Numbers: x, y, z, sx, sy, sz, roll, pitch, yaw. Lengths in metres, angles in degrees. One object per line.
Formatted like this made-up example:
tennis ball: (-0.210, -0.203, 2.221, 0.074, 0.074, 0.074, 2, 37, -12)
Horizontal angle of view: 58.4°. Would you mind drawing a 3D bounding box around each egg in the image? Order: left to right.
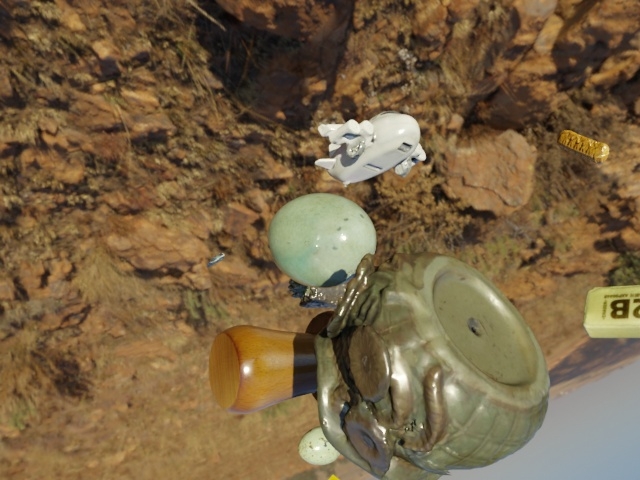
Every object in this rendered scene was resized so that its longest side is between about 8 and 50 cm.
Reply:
egg: (-0.001, 0.471, 1.311, 0.110, 0.085, 0.085, -8, 151, -32)
egg: (0.000, 0.000, 1.015, 0.169, 0.169, 0.236, -13, -173, -29)

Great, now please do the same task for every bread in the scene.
bread: (0.669, -0.241, 1.463, 0.044, 0.157, 0.052, -9, 120, -21)

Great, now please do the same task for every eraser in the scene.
eraser: (0.697, 0.161, 1.302, 0.172, 0.117, 0.058, -8, 136, 42)

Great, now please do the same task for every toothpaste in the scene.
toothpaste: (-0.276, 0.051, 1.511, 0.027, 0.019, 0.083, -43, 180, 26)

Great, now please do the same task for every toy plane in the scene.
toy plane: (0.101, -0.192, 1.194, 0.252, 0.118, 0.252, -2, 162, -1)

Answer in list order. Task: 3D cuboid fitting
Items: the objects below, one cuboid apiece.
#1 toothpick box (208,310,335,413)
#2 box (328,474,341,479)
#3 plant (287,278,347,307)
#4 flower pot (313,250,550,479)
toothpick box: (-0.046, 0.228, 1.061, 0.295, 0.192, 0.192, 3, 144, -33)
box: (0.075, 0.644, 1.405, 0.023, 0.087, 0.155, -40, 129, -26)
plant: (-0.017, 0.155, 1.866, 0.195, 0.129, 0.132, 16, 154, -19)
flower pot: (0.126, 0.159, 0.736, 0.302, 0.301, 0.213, -2, 144, -45)
